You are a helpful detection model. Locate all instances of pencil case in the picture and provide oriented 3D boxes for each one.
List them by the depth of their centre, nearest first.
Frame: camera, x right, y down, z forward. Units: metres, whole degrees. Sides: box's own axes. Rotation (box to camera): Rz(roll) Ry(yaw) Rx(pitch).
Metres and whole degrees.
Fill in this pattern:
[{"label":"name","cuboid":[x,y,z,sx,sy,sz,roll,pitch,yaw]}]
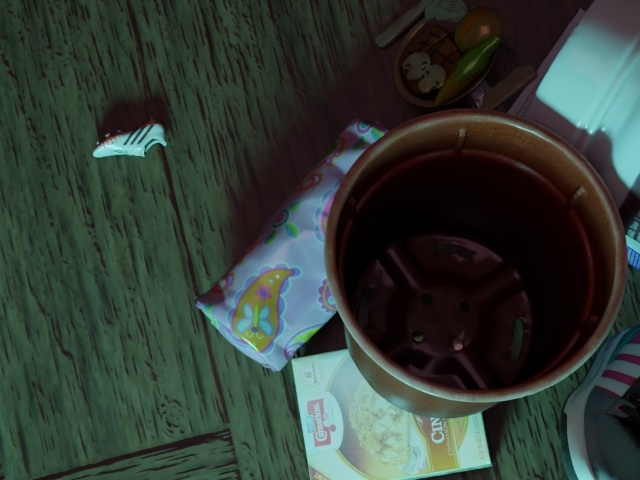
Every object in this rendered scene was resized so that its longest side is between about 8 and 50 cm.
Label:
[{"label":"pencil case","cuboid":[0.000,0.000,1.964,0.124,0.124,0.284,39,87,12]}]

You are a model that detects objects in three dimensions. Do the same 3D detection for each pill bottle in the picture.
[{"label":"pill bottle","cuboid":[0.397,-0.068,1.758,0.392,0.224,0.224,32,86,10]}]

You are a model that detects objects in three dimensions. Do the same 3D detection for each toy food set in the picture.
[{"label":"toy food set","cuboid":[0.130,-0.200,1.966,0.132,0.038,0.192,-41,49,8]}]

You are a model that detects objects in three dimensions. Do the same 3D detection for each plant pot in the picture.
[{"label":"plant pot","cuboid":[0.131,0.048,1.791,0.272,0.265,0.272,1,73,-3]}]

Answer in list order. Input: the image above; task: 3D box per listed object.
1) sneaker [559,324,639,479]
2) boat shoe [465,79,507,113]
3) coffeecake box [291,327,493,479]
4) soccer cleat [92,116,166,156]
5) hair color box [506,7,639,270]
[{"label":"sneaker","cuboid":[0.340,0.143,1.768,0.178,0.295,0.124,-33,102,32]},{"label":"boat shoe","cuboid":[0.156,-0.165,2.010,0.035,0.035,0.100,-36,85,-2]},{"label":"coffeecake box","cuboid":[0.074,0.178,1.946,0.186,0.068,0.142,-11,79,6]},{"label":"soccer cleat","cuboid":[-0.207,-0.104,2.050,0.083,0.029,0.035,-23,74,-1]},{"label":"hair color box","cuboid":[0.354,-0.066,1.931,0.339,0.110,0.185,34,86,10]}]
